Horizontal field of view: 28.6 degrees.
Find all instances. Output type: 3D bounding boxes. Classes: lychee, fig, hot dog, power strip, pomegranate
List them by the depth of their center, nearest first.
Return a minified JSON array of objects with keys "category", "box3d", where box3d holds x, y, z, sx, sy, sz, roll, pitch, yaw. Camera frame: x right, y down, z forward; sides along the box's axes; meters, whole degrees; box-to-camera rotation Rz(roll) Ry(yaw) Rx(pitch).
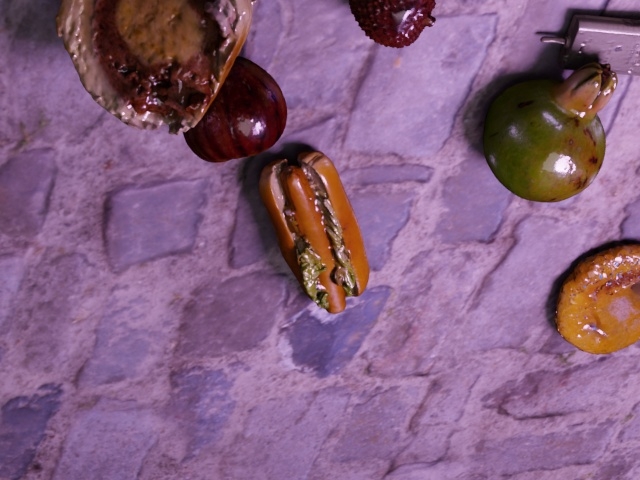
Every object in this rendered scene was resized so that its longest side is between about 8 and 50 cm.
[{"category":"lychee","box3d":[0.101,-0.336,1.764,0.123,0.123,0.129,-41,100,21]},{"category":"fig","box3d":[-0.122,-0.197,1.801,0.149,0.148,0.202,22,143,11]},{"category":"power strip","box3d":[0.465,-0.297,1.928,0.268,0.034,0.092,3,135,-10]},{"category":"pomegranate","box3d":[0.376,-0.154,1.949,0.240,0.159,0.190,-29,133,17]},{"category":"hot dog","box3d":[0.000,0.000,2.039,0.135,0.100,0.337,-19,132,1]}]

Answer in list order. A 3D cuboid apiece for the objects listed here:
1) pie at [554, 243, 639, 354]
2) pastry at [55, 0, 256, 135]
[{"category":"pie","box3d":[0.555,0.103,2.288,0.273,0.069,0.273,-8,131,-9]},{"category":"pastry","box3d":[-0.211,-0.291,1.694,0.236,0.170,0.256,33,117,5]}]
